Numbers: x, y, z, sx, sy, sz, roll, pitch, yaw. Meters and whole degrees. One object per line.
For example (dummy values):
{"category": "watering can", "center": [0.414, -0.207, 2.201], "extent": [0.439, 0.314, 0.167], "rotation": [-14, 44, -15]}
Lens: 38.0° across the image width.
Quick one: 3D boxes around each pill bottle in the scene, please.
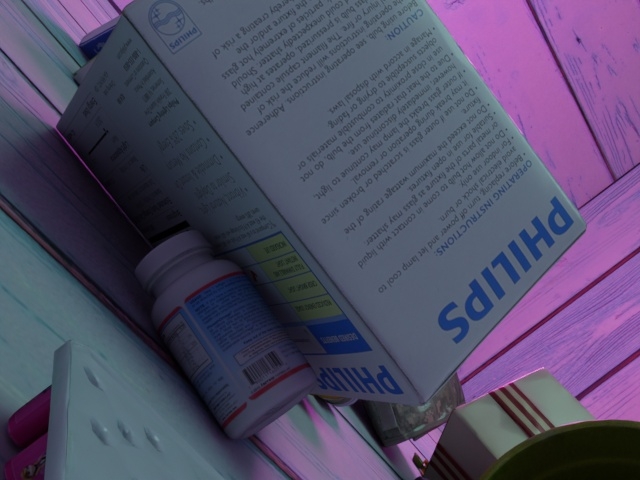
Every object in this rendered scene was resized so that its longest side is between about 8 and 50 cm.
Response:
{"category": "pill bottle", "center": [-0.080, 0.073, 0.752], "extent": [0.160, 0.087, 0.087], "rotation": [54, 2, 14]}

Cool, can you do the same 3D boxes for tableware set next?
{"category": "tableware set", "center": [0.230, 0.475, 1.781], "extent": [0.104, 0.024, 0.154], "rotation": [50, 3, -44]}

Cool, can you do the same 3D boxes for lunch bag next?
{"category": "lunch bag", "center": [0.137, 0.224, 1.637], "extent": [0.235, 0.169, 0.287], "rotation": [69, 16, 8]}

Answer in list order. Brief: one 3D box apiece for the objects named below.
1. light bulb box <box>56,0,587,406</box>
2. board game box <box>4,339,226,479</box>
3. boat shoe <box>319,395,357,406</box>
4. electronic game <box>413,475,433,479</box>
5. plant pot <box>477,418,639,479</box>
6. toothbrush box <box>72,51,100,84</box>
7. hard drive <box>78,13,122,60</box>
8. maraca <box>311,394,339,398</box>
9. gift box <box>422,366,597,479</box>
{"category": "light bulb box", "center": [-0.023, -0.062, 0.855], "extent": [0.361, 0.225, 0.358], "rotation": [52, -22, -10]}
{"category": "board game box", "center": [0.020, 0.259, 0.333], "extent": [0.390, 0.050, 0.390], "rotation": [51, 3, -24]}
{"category": "boat shoe", "center": [-0.025, 0.094, 1.323], "extent": [0.302, 0.109, 0.094], "rotation": [59, 6, 16]}
{"category": "electronic game", "center": [0.204, 0.444, 1.351], "extent": [0.229, 0.048, 0.229], "rotation": [57, -4, 6]}
{"category": "plant pot", "center": [0.371, 0.472, 1.149], "extent": [0.366, 0.366, 0.353], "rotation": [55, -9, 46]}
{"category": "toothbrush box", "center": [-0.220, -0.175, 1.383], "extent": [0.206, 0.122, 0.283], "rotation": [52, 3, 4]}
{"category": "hard drive", "center": [-0.227, -0.257, 1.581], "extent": [0.319, 0.210, 0.040], "rotation": [52, 32, -32]}
{"category": "maraca", "center": [-0.016, 0.132, 1.154], "extent": [0.185, 0.099, 0.127], "rotation": [29, 21, -21]}
{"category": "gift box", "center": [0.324, 0.406, 1.498], "extent": [0.258, 0.276, 0.255], "rotation": [46, -36, 33]}
